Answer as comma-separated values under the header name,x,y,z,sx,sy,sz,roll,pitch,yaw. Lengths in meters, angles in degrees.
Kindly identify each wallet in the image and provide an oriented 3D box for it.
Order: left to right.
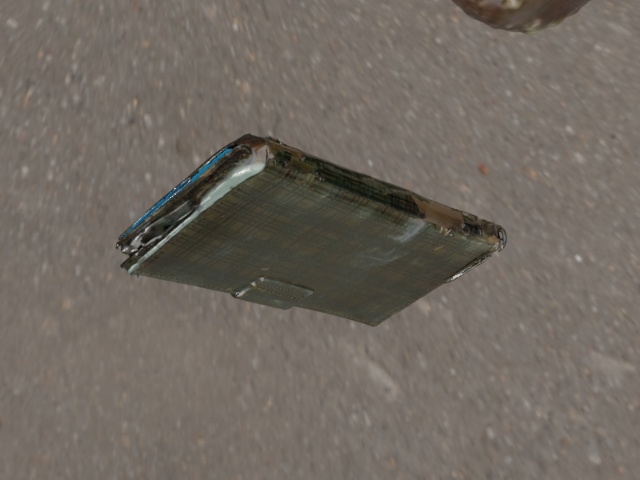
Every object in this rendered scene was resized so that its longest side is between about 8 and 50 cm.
name,x,y,z,sx,sy,sz,roll,pitch,yaw
wallet,0.000,-0.001,1.285,0.169,0.044,0.317,-34,149,30

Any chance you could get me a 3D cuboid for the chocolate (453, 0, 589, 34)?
name,x,y,z,sx,sy,sz,roll,pitch,yaw
chocolate,0.210,-0.317,1.523,0.210,0.340,0.225,-38,89,30
